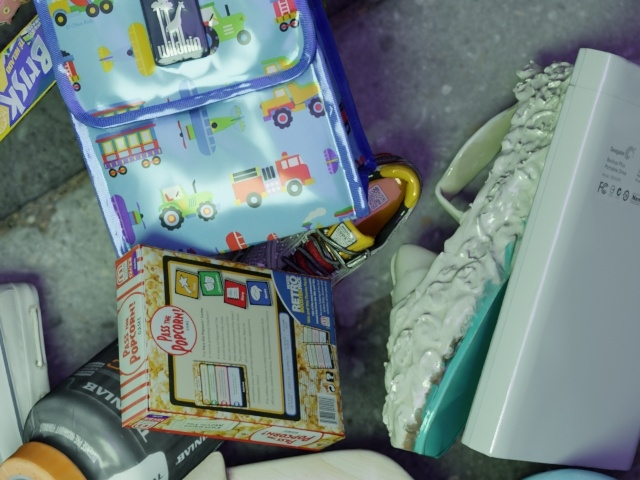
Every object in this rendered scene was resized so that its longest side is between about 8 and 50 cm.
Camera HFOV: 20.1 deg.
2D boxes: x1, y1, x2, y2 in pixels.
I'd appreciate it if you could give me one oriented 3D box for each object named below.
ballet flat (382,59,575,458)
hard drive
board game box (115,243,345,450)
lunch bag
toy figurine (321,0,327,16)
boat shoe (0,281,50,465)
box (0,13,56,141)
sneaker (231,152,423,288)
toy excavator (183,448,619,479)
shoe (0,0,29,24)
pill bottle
[{"bbox_3d":[0.147,0.007,1.633,0.147,0.147,0.409,35,75,-7],"label":"ballet flat"},{"bbox_3d":[0.254,0.026,1.607,0.233,0.047,0.353,13,94,-49],"label":"hard drive"},{"bbox_3d":[-0.074,0.091,1.505,0.193,0.045,0.146,12,61,-33],"label":"board game box"},{"bbox_3d":[-0.100,-0.146,1.523,0.221,0.138,0.293,-15,110,9],"label":"lunch bag"},{"bbox_3d":[-0.096,-0.301,1.525,0.191,0.217,0.362,-44,104,-29],"label":"toy figurine"},{"bbox_3d":[-0.260,0.168,1.587,0.088,0.096,0.267,-12,86,-31],"label":"boat shoe"},{"bbox_3d":[-0.281,-0.128,1.600,0.054,0.059,0.169,42,84,-8],"label":"box"},{"bbox_3d":[0.000,0.000,1.626,0.225,0.093,0.088,-44,97,-6],"label":"sneaker"},{"bbox_3d":[0.140,0.293,1.612,0.433,0.222,0.445,-34,81,-7],"label":"toy excavator"},{"bbox_3d":[-0.270,-0.234,1.606,0.178,0.063,0.081,-10,95,-6],"label":"shoe"},{"bbox_3d":[-0.160,0.156,1.525,0.130,0.130,0.246,54,47,-5],"label":"pill bottle"}]
